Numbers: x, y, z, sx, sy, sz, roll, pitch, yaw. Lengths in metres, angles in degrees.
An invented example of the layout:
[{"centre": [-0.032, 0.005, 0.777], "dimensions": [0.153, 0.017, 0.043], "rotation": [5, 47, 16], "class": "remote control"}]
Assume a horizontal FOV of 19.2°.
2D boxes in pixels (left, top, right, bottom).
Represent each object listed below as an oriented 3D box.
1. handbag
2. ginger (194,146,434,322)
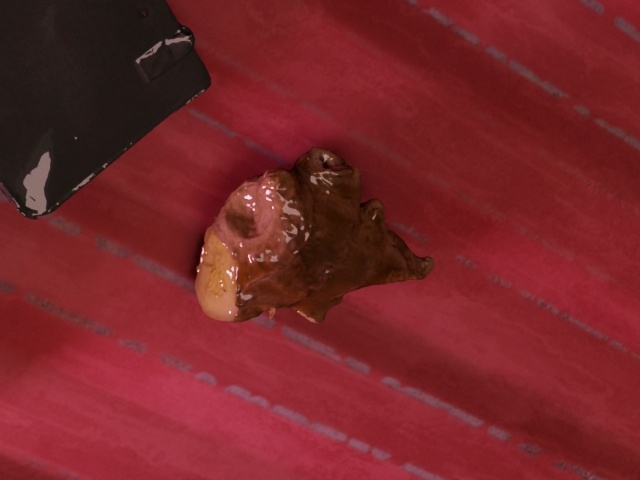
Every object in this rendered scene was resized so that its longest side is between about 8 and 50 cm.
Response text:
[{"centre": [-0.257, -0.184, 1.877], "dimensions": [0.260, 0.079, 0.247], "rotation": [-35, 128, -8], "class": "handbag"}, {"centre": [0.000, 0.000, 2.085], "dimensions": [0.270, 0.123, 0.219], "rotation": [-4, 123, -35], "class": "ginger"}]
